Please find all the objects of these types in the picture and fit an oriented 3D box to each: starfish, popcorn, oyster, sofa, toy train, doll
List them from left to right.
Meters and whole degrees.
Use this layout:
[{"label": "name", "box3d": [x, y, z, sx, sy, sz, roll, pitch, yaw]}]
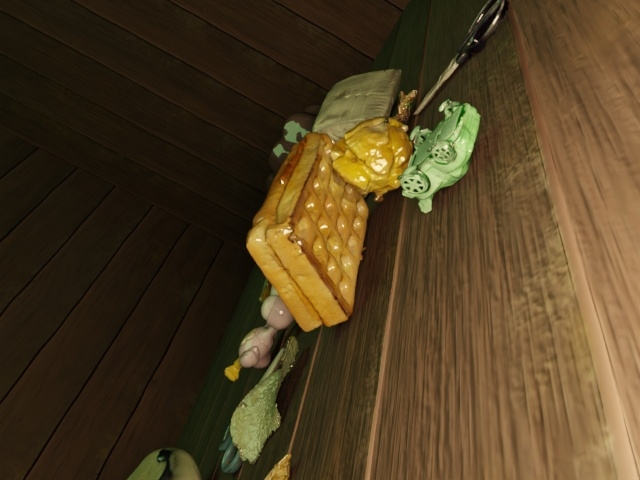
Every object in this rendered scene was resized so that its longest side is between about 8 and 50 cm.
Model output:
[{"label": "doll", "box3d": [-0.120, 0.206, 1.247, 0.365, 0.094, 0.160, -61, -6, 34]}, {"label": "oyster", "box3d": [-0.064, 0.342, 0.736, 0.051, 0.034, 0.093, -49, -14, -43]}, {"label": "sofa", "box3d": [0.107, -0.232, 1.159, 0.175, 0.225, 0.210, -3, 44, 27]}, {"label": "popcorn", "box3d": [0.097, -0.153, 0.934, 0.167, 0.148, 0.152, -48, -34, -42]}, {"label": "starfish", "box3d": [0.167, -0.262, 1.112, 0.150, 0.053, 0.210, 116, 172, -49]}, {"label": "toy train", "box3d": [0.157, -0.107, 0.673, 0.149, 0.081, 0.099, -40, 23, 55]}]

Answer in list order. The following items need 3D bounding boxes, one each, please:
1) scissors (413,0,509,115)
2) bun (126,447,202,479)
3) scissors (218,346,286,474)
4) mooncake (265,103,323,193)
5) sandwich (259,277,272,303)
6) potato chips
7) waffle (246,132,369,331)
[{"label": "scissors", "box3d": [0.251, -0.329, 0.959, 0.300, 0.022, 0.109, 126, 165, -55]}, {"label": "bun", "box3d": [-0.371, 0.643, 1.215, 0.283, 0.179, 0.283, -38, 22, 18]}, {"label": "scissors", "box3d": [-0.138, 0.352, 1.099, 0.289, 0.041, 0.138, -61, 20, 6]}, {"label": "mooncake", "box3d": [-0.015, -0.209, 1.373, 0.306, 0.154, 0.306, -46, -28, -32]}, {"label": "sandwich", "box3d": [-0.107, 0.075, 1.622, 0.226, 0.087, 0.251, -60, 9, 20]}, {"label": "potato chips", "box3d": [-0.097, 0.296, 0.987, 0.228, 0.059, 0.167, -55, 18, 18]}, {"label": "waffle", "box3d": [-0.006, -0.028, 0.911, 0.098, 0.224, 0.328, -17, 32, 24]}]
